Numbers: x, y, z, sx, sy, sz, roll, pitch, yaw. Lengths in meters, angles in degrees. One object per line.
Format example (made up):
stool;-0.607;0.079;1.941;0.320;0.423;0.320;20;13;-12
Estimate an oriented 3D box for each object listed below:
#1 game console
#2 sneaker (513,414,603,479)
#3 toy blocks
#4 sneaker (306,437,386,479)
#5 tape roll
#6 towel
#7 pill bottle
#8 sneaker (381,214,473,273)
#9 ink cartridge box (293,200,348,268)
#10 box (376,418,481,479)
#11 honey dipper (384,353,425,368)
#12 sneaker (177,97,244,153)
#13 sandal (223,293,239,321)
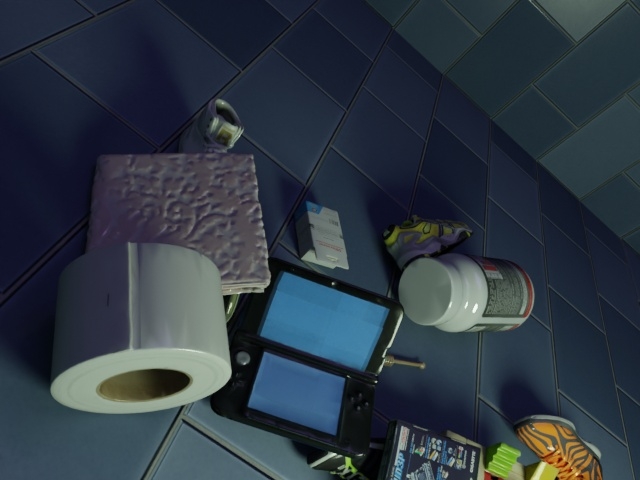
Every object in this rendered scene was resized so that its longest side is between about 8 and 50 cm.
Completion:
game console;-0.015;0.207;0.986;0.293;0.173;0.250;19;39;-4
sneaker;0.624;0.572;1.385;0.321;0.124;0.180;32;39;-20
toy blocks;0.332;0.566;1.087;0.382;0.190;0.260;27;49;-8
sneaker;0.082;0.426;1.024;0.235;0.084;0.097;13;50;-36
tape roll;-0.263;0.137;0.816;0.246;0.246;0.169;14;49;-36
towel;-0.265;-0.034;1.019;0.317;0.053;0.331;-3;53;-11
pill bottle;0.395;0.142;1.475;0.363;0.210;0.210;8;52;-41
sneaker;0.324;-0.018;1.607;0.147;0.145;0.385;53;34;15
ink cartridge box;0.000;0.000;1.342;0.104;0.060;0.180;19;46;-33
box;0.187;0.458;0.987;0.175;0.051;0.220;20;62;-5
honey dipper;0.194;0.291;1.301;0.161;0.030;0.030;19;45;-37
sneaker;-0.243;-0.182;1.182;0.108;0.169;0.292;19;47;-34
sandal;-0.173;0.043;1.099;0.086;0.120;0.302;40;35;-32
